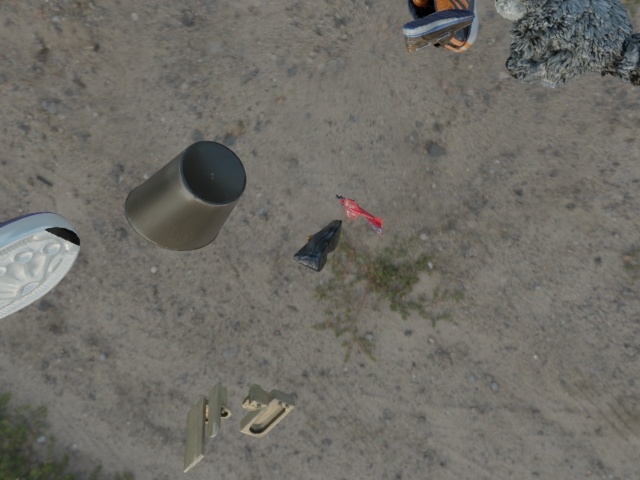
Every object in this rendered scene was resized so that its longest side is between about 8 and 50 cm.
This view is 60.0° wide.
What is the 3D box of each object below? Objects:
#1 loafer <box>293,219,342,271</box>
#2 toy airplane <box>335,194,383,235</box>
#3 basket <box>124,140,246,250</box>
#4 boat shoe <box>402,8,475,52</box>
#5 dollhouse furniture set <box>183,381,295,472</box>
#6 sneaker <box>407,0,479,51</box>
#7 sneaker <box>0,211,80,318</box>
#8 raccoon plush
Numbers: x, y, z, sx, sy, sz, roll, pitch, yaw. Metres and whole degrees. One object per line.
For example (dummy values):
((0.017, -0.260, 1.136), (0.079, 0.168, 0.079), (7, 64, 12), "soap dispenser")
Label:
((0.000, 0.000, 1.191), (0.061, 0.170, 0.062), (16, 123, 16), "loafer")
((0.097, -0.067, 1.327), (0.151, 0.151, 0.028), (41, 82, -8), "toy airplane")
((-0.248, -0.086, 1.069), (0.204, 0.154, 0.227), (12, 156, -28), "basket")
((0.261, -0.465, 1.232), (0.183, 0.066, 0.066), (-20, 130, -16), "boat shoe")
((-0.144, 0.351, 1.016), (0.151, 0.123, 0.144), (30, 116, -26), "dollhouse furniture set")
((0.314, -0.652, 1.398), (0.180, 0.124, 0.321), (5, 80, -38), "sneaker")
((-0.493, 0.004, 0.743), (0.323, 0.130, 0.236), (-36, 61, 4), "sneaker")
((0.535, -0.477, 1.076), (0.446, 0.299, 0.216), (6, 68, 24), "raccoon plush")
